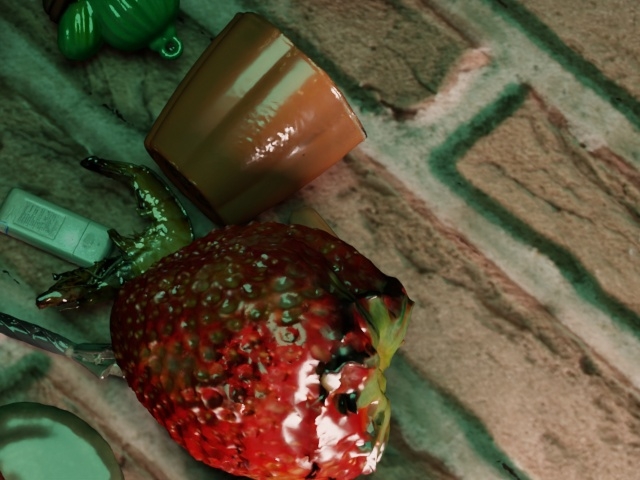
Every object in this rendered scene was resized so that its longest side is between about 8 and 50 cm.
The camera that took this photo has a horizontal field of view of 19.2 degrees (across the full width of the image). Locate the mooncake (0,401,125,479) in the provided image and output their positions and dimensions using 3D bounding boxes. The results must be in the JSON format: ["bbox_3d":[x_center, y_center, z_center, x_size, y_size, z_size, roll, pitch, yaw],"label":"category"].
[{"bbox_3d":[-0.269,0.242,1.787,0.168,0.104,0.175,-17,71,-12],"label":"mooncake"}]

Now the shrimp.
[{"bbox_3d":[-0.225,-0.012,1.918,0.195,0.035,0.147,-23,86,-31],"label":"shrimp"}]

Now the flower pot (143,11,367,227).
[{"bbox_3d":[-0.078,-0.113,1.936,0.173,0.190,0.190,-44,76,-7],"label":"flower pot"}]

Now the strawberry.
[{"bbox_3d":[-0.066,0.105,1.806,0.288,0.250,0.238,8,99,12],"label":"strawberry"}]

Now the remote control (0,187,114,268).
[{"bbox_3d":[-0.273,-0.011,1.947,0.124,0.018,0.053,22,65,3],"label":"remote control"}]

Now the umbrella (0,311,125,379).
[{"bbox_3d":[-0.264,0.105,1.885,0.269,0.044,0.044,16,38,4],"label":"umbrella"}]

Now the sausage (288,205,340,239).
[{"bbox_3d":[0.000,0.000,1.958,0.034,0.034,0.083,-34,72,-18],"label":"sausage"}]

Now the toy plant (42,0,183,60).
[{"bbox_3d":[-0.233,-0.259,2.021,0.143,0.105,0.200,-39,86,-11],"label":"toy plant"}]

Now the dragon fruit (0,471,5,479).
[{"bbox_3d":[-0.325,0.254,1.683,0.161,0.126,0.274,-46,72,0],"label":"dragon fruit"}]
